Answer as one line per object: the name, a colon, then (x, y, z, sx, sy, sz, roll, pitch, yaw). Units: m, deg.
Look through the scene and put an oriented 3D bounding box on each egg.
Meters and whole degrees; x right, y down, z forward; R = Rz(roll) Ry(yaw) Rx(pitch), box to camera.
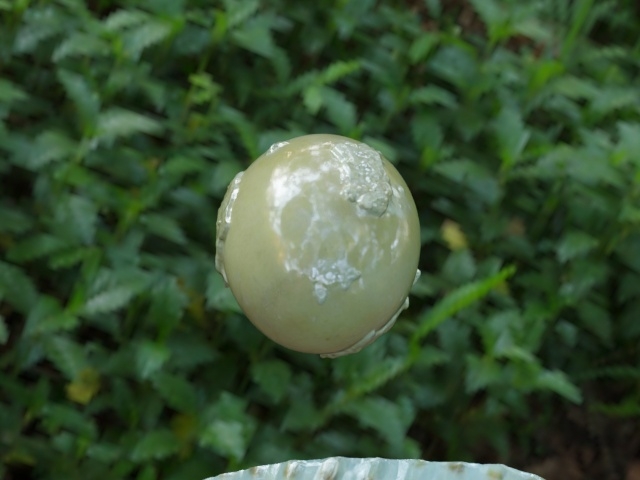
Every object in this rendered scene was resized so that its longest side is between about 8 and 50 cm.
egg: (-0.002, 0.003, 1.440, 0.164, 0.164, 0.201, 18, 32, -11)

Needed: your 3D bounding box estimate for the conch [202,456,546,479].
conch: (0.044, 0.267, 1.072, 0.319, 0.303, 0.215, 27, 43, -31)
